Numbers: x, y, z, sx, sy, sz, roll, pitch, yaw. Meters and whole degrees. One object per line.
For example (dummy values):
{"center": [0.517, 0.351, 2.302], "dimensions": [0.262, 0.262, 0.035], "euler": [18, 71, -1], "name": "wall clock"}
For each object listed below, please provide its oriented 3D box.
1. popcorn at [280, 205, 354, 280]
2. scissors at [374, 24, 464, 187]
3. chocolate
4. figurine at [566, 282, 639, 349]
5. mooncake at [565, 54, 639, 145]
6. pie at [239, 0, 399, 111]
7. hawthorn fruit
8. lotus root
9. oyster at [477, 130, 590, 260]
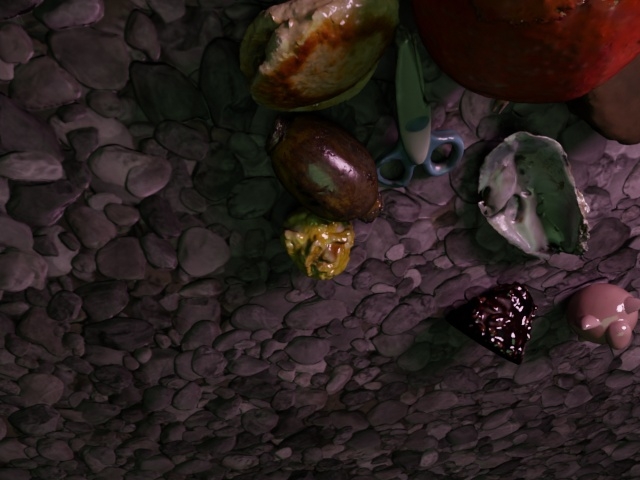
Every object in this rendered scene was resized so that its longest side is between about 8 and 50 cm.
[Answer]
{"center": [0.000, 0.000, 0.746], "dimensions": [0.106, 0.116, 0.121], "euler": [-26, 91, 5], "name": "popcorn"}
{"center": [0.120, -0.157, 0.635], "dimensions": [0.137, 0.041, 0.289], "euler": [-16, 153, 7], "name": "scissors"}
{"center": [0.336, 0.137, 0.912], "dimensions": [0.156, 0.156, 0.133], "euler": [38, 85, -31], "name": "chocolate"}
{"center": [0.534, 0.142, 0.930], "dimensions": [0.125, 0.138, 0.125], "euler": [-1, 86, 12], "name": "figurine"}
{"center": [0.420, -0.244, 0.628], "dimensions": [0.228, 0.124, 0.228], "euler": [-5, 132, -6], "name": "mooncake"}
{"center": [0.000, -0.208, 0.560], "dimensions": [0.178, 0.205, 0.084], "euler": [-14, 85, -13], "name": "pie"}
{"center": [0.220, -0.256, 0.513], "dimensions": [0.275, 0.276, 0.307], "euler": [-12, 153, 0], "name": "hawthorn fruit"}
{"center": [0.014, -0.092, 0.671], "dimensions": [0.209, 0.120, 0.120], "euler": [35, 114, -26], "name": "lotus root"}
{"center": [0.348, -0.060, 0.772], "dimensions": [0.251, 0.087, 0.199], "euler": [19, 131, -13], "name": "oyster"}
